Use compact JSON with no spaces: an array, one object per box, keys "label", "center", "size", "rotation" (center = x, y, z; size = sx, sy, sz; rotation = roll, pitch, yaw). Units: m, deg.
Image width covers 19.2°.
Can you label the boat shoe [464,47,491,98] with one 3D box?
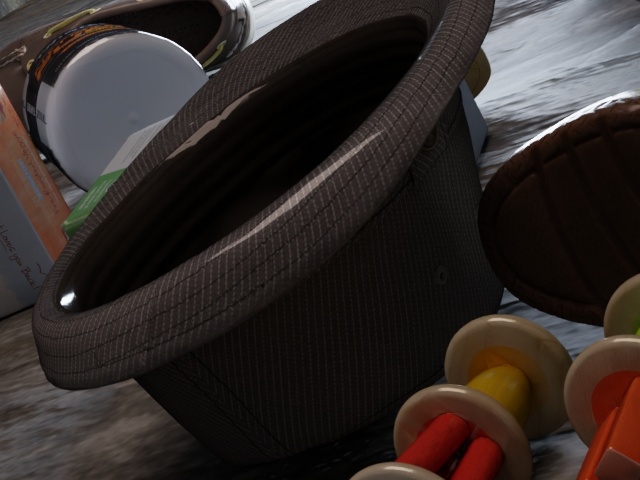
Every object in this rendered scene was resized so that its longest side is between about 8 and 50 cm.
[{"label":"boat shoe","center":[0.035,-0.096,1.237],"size":[0.170,0.063,0.059],"rotation":[-22,22,22]}]

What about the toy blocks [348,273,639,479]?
[{"label":"toy blocks","center":[0.069,0.074,0.626],"size":[0.123,0.054,0.148],"rotation":[-18,18,34]}]

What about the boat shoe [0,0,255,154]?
[{"label":"boat shoe","center":[-0.221,-0.163,1.800],"size":[0.324,0.117,0.097],"rotation":[-20,2,10]}]

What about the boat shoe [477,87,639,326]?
[{"label":"boat shoe","center":[0.185,-0.025,0.718],"size":[0.257,0.095,0.095],"rotation":[-12,4,38]}]

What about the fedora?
[{"label":"fedora","center":[0.000,0.000,0.839],"size":[0.243,0.124,0.275],"rotation":[-27,21,31]}]

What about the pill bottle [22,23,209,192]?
[{"label":"pill bottle","center":[-0.167,-0.106,1.497],"size":[0.130,0.130,0.245],"rotation":[-30,15,-9]}]

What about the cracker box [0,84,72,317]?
[{"label":"cracker box","center":[-0.298,-0.003,1.334],"size":[0.232,0.156,0.067],"rotation":[-21,15,21]}]

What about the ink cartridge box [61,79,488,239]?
[{"label":"ink cartridge box","center":[-0.021,-0.039,1.090],"size":[0.212,0.093,0.154],"rotation":[-24,16,19]}]
